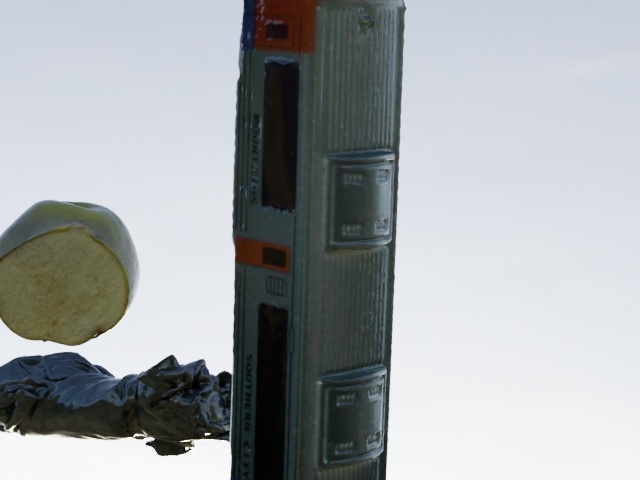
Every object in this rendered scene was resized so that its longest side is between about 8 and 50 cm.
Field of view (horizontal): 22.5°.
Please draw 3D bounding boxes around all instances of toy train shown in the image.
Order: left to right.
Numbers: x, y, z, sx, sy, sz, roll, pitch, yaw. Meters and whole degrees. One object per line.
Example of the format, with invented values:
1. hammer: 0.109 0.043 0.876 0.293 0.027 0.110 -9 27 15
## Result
1. toy train: 0.000 0.000 0.989 0.086 0.409 0.089 -7 14 -45

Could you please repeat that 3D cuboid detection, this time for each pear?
1. pear: -0.234 0.023 1.466 0.141 0.104 0.141 -4 -67 -9

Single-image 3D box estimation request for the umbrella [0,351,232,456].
1. umbrella: -0.237 0.160 1.621 0.349 0.094 0.143 -5 -35 31
